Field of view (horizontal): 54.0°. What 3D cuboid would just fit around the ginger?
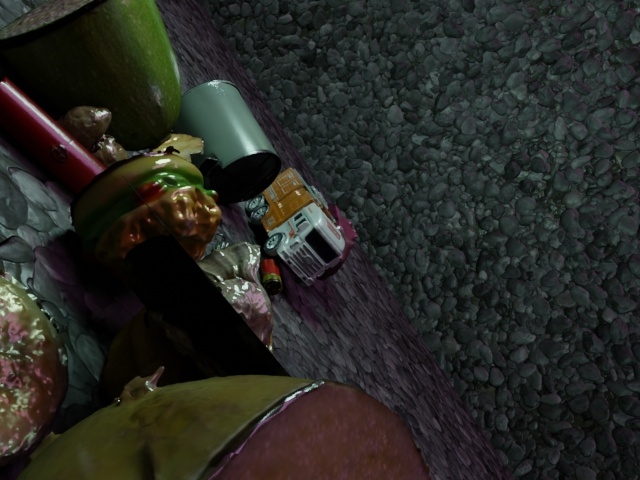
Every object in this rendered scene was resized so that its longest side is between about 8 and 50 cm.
[{"bbox_3d":[-0.394,-0.153,1.146,0.080,0.104,0.204,45,-16,48],"label":"ginger"}]

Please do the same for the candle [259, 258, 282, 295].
[{"bbox_3d":[-0.130,0.086,1.626,0.052,0.052,0.131,47,13,-32],"label":"candle"}]

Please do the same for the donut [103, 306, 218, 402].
[{"bbox_3d":[-0.200,0.196,0.889,0.227,0.113,0.227,50,12,-15],"label":"donut"}]

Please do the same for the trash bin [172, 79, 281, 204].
[{"bbox_3d":[-0.259,-0.263,1.697,0.277,0.217,0.263,-1,54,-54],"label":"trash bin"}]

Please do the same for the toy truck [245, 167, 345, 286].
[{"bbox_3d":[-0.065,-0.050,1.802,0.173,0.207,0.388,48,5,-33],"label":"toy truck"}]

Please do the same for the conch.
[{"bbox_3d":[-0.182,0.112,1.105,0.291,0.158,0.210,154,-68,-66],"label":"conch"}]

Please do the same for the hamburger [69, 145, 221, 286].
[{"bbox_3d":[-0.267,-0.019,1.001,0.149,0.237,0.237,57,12,15],"label":"hamburger"}]

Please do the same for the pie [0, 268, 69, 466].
[{"bbox_3d":[-0.365,0.108,0.635,0.274,0.055,0.274,51,12,-15],"label":"pie"}]

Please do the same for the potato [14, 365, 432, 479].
[{"bbox_3d":[-0.101,0.325,0.553,0.442,0.319,0.385,57,49,-30],"label":"potato"}]

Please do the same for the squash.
[{"bbox_3d":[-0.409,-0.328,1.234,0.310,0.310,0.309,-109,175,-54],"label":"squash"}]

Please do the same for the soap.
[{"bbox_3d":[0.000,0.000,2.000,0.127,0.220,0.325,39,18,-23],"label":"soap"}]

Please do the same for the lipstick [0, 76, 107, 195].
[{"bbox_3d":[-0.432,-0.144,1.049,0.280,0.073,0.073,47,14,-28],"label":"lipstick"}]

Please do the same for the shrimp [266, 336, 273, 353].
[{"bbox_3d":[-0.125,0.199,1.266,0.249,0.067,0.150,-95,167,-66],"label":"shrimp"}]

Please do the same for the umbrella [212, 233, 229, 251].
[{"bbox_3d":[-0.226,0.043,1.407,0.044,0.044,0.269,22,22,-13],"label":"umbrella"}]

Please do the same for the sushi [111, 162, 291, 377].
[{"bbox_3d":[-0.146,0.112,0.766,0.373,0.100,0.296,44,-12,31],"label":"sushi"}]

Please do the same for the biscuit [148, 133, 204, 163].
[{"bbox_3d":[-0.345,-0.198,1.490,0.118,0.061,0.183,16,36,0],"label":"biscuit"}]
